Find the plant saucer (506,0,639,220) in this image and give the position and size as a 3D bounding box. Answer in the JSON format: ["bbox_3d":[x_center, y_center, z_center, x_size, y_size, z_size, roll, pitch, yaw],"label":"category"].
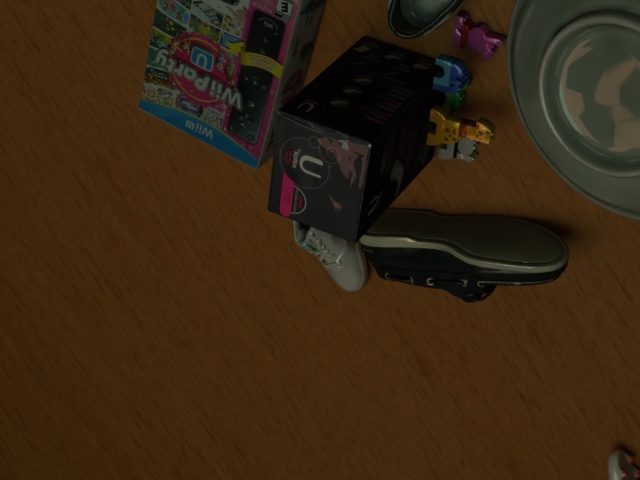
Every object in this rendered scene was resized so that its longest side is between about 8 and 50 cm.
[{"bbox_3d":[0.387,-0.193,1.672,0.400,0.100,0.400,21,125,33],"label":"plant saucer"}]

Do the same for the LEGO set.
[{"bbox_3d":[0.207,-0.187,1.842,0.093,0.087,0.227,19,128,20],"label":"LEGO set"}]

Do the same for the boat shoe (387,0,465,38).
[{"bbox_3d":[0.185,-0.380,1.728,0.114,0.091,0.302,35,131,7],"label":"boat shoe"}]

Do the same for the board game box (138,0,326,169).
[{"bbox_3d":[-0.133,-0.288,1.976,0.224,0.097,0.303,28,130,14],"label":"board game box"}]

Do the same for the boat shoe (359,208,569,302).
[{"bbox_3d":[0.209,0.035,1.957,0.340,0.127,0.113,6,123,30],"label":"boat shoe"}]

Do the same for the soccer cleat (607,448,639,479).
[{"bbox_3d":[0.468,0.410,2.082,0.076,0.068,0.196,-3,120,36],"label":"soccer cleat"}]

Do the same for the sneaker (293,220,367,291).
[{"bbox_3d":[0.000,0.000,2.080,0.080,0.094,0.212,-13,111,35],"label":"sneaker"}]

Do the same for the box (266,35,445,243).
[{"bbox_3d":[0.054,-0.144,1.838,0.143,0.270,0.165,21,127,18],"label":"box"}]
